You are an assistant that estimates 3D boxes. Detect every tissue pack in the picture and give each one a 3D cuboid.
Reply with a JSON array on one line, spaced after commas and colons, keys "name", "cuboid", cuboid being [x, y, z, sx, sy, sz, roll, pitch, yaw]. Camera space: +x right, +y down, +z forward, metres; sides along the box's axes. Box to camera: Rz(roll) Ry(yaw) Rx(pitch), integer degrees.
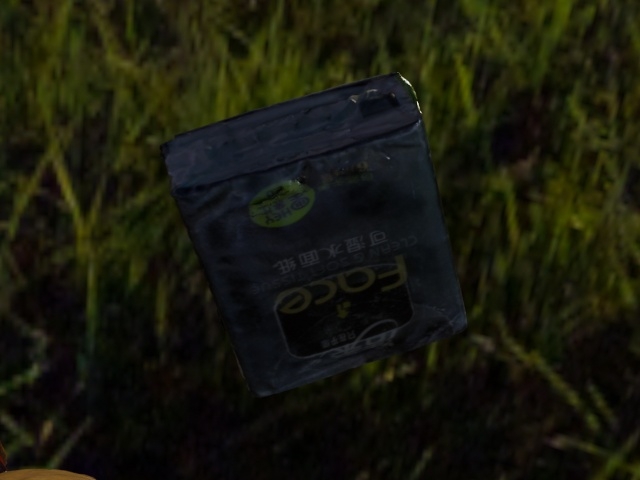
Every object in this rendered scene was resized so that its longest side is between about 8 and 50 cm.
[{"name": "tissue pack", "cuboid": [0.000, 0.000, 1.255, 0.173, 0.235, 0.073, -17, 50, -1]}]

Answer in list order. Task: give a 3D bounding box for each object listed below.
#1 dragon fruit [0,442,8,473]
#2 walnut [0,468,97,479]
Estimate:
[{"name": "dragon fruit", "cuboid": [-0.470, 0.180, 1.668, 0.317, 0.152, 0.205, -18, 10, -26]}, {"name": "walnut", "cuboid": [-0.126, 0.191, 0.876, 0.165, 0.197, 0.165, -2, 76, 10]}]
